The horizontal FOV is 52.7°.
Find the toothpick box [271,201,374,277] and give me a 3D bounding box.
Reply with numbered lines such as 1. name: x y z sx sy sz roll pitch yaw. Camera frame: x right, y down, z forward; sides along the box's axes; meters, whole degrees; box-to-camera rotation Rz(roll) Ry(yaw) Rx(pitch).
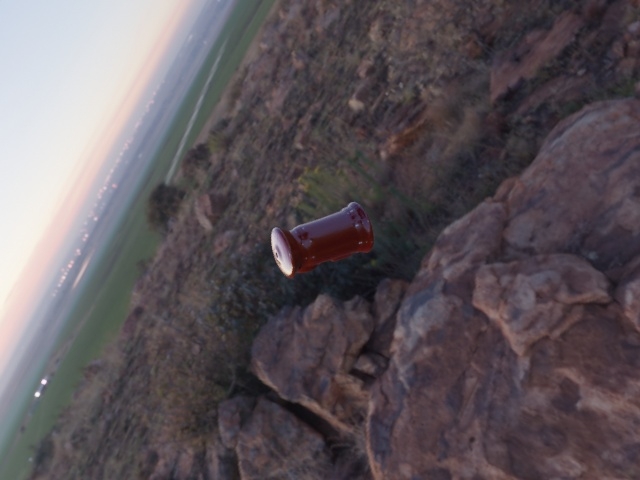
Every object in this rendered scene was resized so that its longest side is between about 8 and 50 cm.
1. toothpick box: 0.000 0.000 0.559 0.047 0.083 0.047 53 153 42
